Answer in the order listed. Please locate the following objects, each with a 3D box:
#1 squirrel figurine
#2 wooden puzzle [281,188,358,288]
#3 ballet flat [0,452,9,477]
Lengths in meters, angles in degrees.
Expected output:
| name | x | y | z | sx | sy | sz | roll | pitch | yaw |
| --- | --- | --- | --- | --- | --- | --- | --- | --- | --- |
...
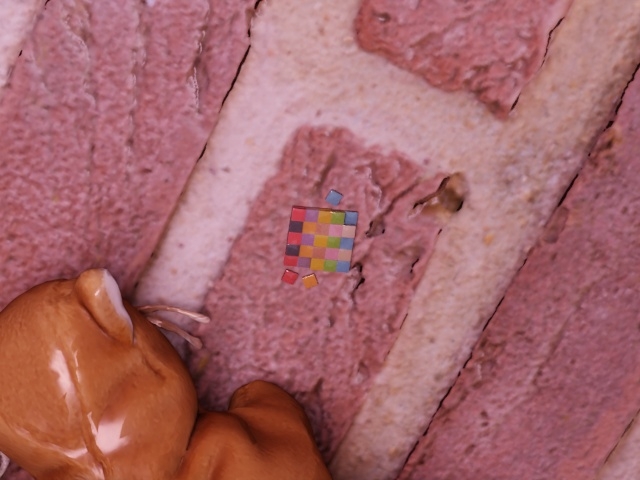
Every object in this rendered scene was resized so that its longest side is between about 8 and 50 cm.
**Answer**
| name | x | y | z | sx | sy | sz | roll | pitch | yaw |
| --- | --- | --- | --- | --- | --- | --- | --- | --- | --- |
| squirrel figurine | -0.107 | 0.204 | 1.182 | 0.281 | 0.397 | 0.370 | -32 | 102 | 22 |
| wooden puzzle | 0.000 | 0.000 | 1.292 | 0.049 | 0.006 | 0.083 | 5 | 116 | -7 |
| ballet flat | -0.276 | 0.196 | 1.342 | 0.057 | 0.052 | 0.168 | 37 | 122 | -5 |
